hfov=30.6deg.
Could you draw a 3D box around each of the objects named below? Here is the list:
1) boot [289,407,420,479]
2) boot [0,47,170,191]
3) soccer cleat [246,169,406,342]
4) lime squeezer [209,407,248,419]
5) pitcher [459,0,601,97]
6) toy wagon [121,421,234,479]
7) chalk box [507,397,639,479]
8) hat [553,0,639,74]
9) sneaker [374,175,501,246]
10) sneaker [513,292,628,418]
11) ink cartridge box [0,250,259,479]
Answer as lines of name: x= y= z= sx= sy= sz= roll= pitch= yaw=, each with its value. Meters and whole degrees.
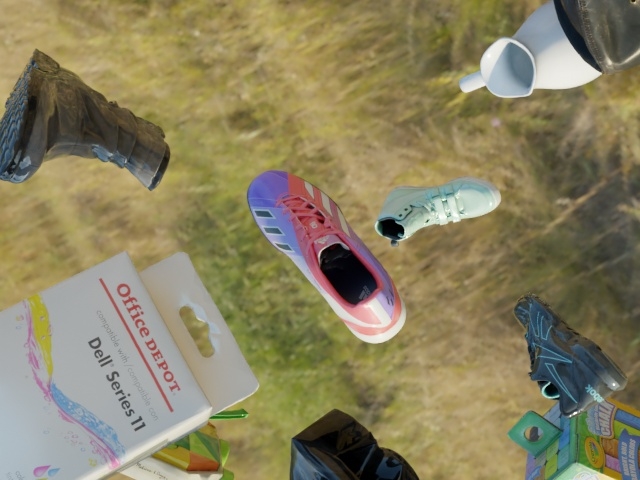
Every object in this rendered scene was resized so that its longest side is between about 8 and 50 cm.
boot: x=0.102 y=0.503 z=1.756 sx=0.367 sy=0.146 sz=0.445 roll=26 pitch=130 yaw=20
boot: x=-0.291 y=-0.130 z=1.490 sx=0.222 sy=0.118 sz=0.338 roll=30 pitch=-159 yaw=-18
soccer cleat: x=0.000 y=0.000 z=1.593 sx=0.318 sy=0.108 sz=0.116 roll=51 pitch=175 yaw=28
lime squeezer: x=-0.247 y=0.351 z=2.078 sx=0.058 sy=0.310 sz=0.110 roll=-32 pitch=95 yaw=32
pitcher: x=0.308 y=-0.263 z=1.640 sx=0.177 sy=0.207 sz=0.126 roll=-8 pitch=107 yaw=58
toy wagon: x=-0.263 y=0.283 z=1.775 sx=0.267 sy=0.068 sz=0.344 roll=26 pitch=-172 yaw=-12
chalk box: x=0.476 y=0.394 z=2.080 sx=0.288 sy=0.179 sz=0.180 roll=23 pitch=136 yaw=-8
hat: x=0.359 y=-0.297 z=1.424 sx=0.331 sy=0.133 sz=0.331 roll=61 pitch=177 yaw=6
sneaker: x=0.235 y=-0.051 z=2.384 sx=0.255 sy=0.151 sz=0.094 roll=-5 pitch=121 yaw=31
sneaker: x=0.340 y=0.165 z=1.724 sx=0.101 sy=0.106 sz=0.267 roll=41 pitch=-175 yaw=-26
ink cartridge box: x=-0.256 y=0.154 z=1.273 sx=0.207 sy=0.353 sz=0.119 roll=59 pitch=164 yaw=11
